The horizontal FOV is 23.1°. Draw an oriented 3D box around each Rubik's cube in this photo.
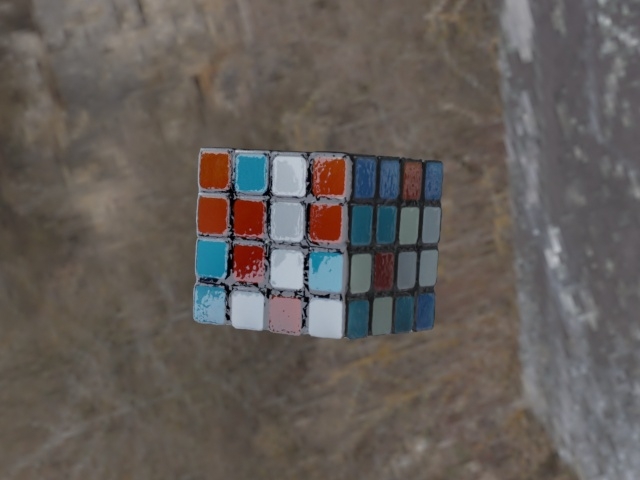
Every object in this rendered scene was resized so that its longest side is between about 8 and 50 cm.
[{"bbox_3d":[0.000,0.000,1.315,0.155,0.154,0.151,3,93,33],"label":"Rubik's cube"}]
